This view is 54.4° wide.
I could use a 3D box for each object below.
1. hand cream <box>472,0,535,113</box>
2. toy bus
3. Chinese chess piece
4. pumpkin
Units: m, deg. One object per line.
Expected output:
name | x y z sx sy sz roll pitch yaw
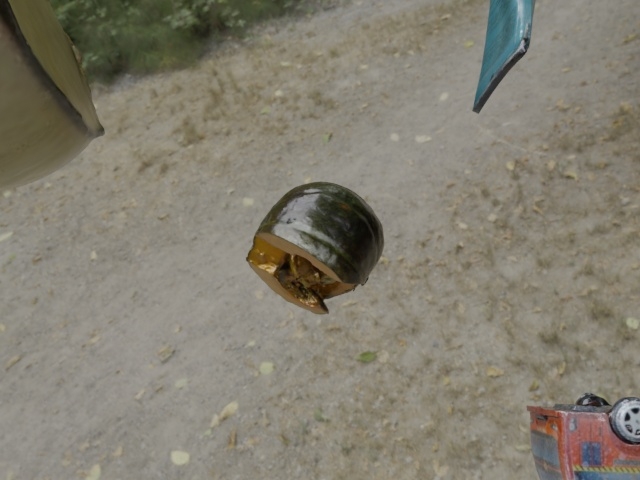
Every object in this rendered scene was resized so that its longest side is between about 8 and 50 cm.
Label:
hand cream | 0.185 -0.215 0.611 0.083 0.048 0.224 -57 10 50
toy bus | 0.242 0.144 0.420 0.192 0.077 0.065 3 -12 -3
Chinese chess piece | -0.231 -0.154 0.374 0.104 0.257 0.257 -24 30 -7
pumpkin | 0.000 0.000 0.614 0.107 0.119 0.183 -61 6 -20
